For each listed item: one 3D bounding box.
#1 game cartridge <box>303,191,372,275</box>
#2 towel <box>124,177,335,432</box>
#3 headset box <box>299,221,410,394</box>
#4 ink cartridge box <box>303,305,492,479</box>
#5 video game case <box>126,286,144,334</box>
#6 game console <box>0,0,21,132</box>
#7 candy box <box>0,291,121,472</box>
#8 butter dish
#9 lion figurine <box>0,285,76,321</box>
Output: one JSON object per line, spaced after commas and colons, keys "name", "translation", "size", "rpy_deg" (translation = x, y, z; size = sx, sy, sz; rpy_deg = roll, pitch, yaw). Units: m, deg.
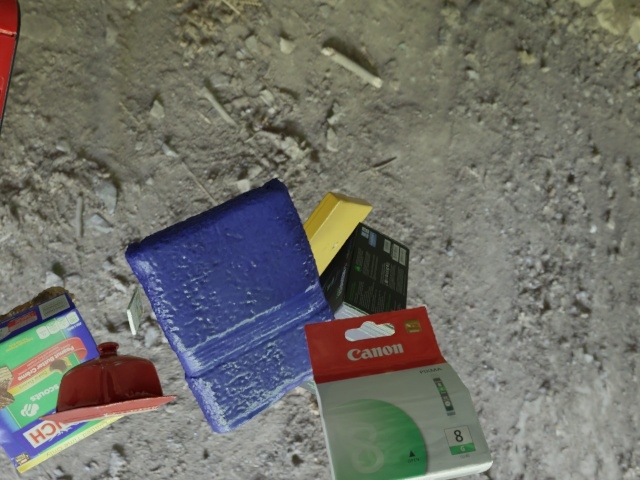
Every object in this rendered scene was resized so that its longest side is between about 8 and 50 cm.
{"name": "game cartridge", "translation": [0.000, 0.000, 1.418], "size": [0.052, 0.285, 0.323], "rpy_deg": [41, 13, 16]}
{"name": "towel", "translation": [-0.104, 0.092, 0.740], "size": [0.227, 0.076, 0.308], "rpy_deg": [-26, 116, -16]}
{"name": "headset box", "translation": [0.049, 0.151, 1.093], "size": [0.131, 0.283, 0.246], "rpy_deg": [28, 38, -9]}
{"name": "ink cartridge box", "translation": [0.085, 0.181, 0.660], "size": [0.180, 0.056, 0.225], "rpy_deg": [-7, 57, -9]}
{"name": "video game case", "translation": [-0.543, 0.205, 1.574], "size": [0.011, 0.122, 0.087], "rpy_deg": [-5, 116, -4]}
{"name": "game console", "translation": [-0.608, -0.252, 0.900], "size": [0.060, 0.386, 0.342], "rpy_deg": [-1, 109, -47]}
{"name": "candy box", "translation": [-0.630, 0.322, 1.223], "size": [0.268, 0.122, 0.317], "rpy_deg": [-28, 120, -23]}
{"name": "butter dish", "translation": [-0.337, 0.221, 0.855], "size": [0.160, 0.159, 0.118], "rpy_deg": [18, 59, -58]}
{"name": "lion figurine", "translation": [-0.830, 0.234, 1.373], "size": [0.392, 0.142, 0.240], "rpy_deg": [0, 112, -16]}
